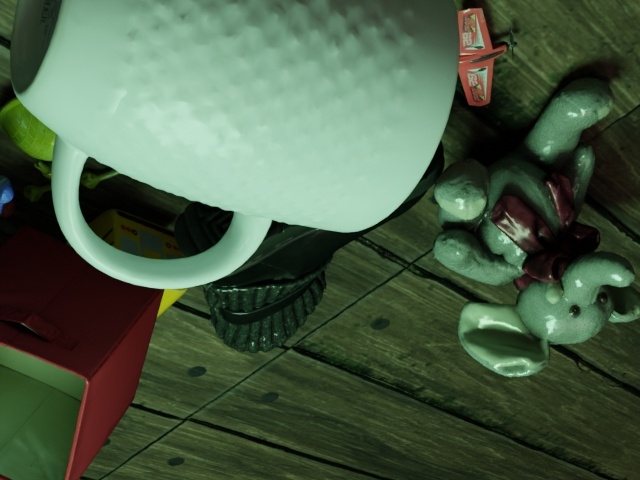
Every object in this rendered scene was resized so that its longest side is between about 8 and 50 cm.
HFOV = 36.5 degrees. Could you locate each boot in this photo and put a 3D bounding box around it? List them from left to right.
[{"bbox_3d":[-0.002,-0.003,1.223,0.347,0.131,0.260,-22,148,-2],"label":"boot"}]

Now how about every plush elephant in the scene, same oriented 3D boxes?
[{"bbox_3d":[0.281,0.020,1.211,0.271,0.255,0.330,-32,160,-26],"label":"plush elephant"}]

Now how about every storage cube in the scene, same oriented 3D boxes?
[{"bbox_3d":[-0.307,0.132,1.064,0.183,0.193,0.215,23,122,4],"label":"storage cube"}]

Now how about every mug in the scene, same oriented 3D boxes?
[{"bbox_3d":[-0.106,-0.126,0.877,0.327,0.276,0.374,11,111,-31],"label":"mug"}]

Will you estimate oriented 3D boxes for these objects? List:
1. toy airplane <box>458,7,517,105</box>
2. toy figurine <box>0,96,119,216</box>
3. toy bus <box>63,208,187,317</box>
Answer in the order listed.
[{"bbox_3d":[0.151,-0.204,1.104,0.151,0.028,0.151,-9,141,-7],"label":"toy airplane"},{"bbox_3d":[-0.376,-0.015,1.015,0.362,0.217,0.191,-12,143,-3],"label":"toy figurine"},{"bbox_3d":[-0.310,0.094,1.246,0.108,0.130,0.332,23,129,-38],"label":"toy bus"}]
